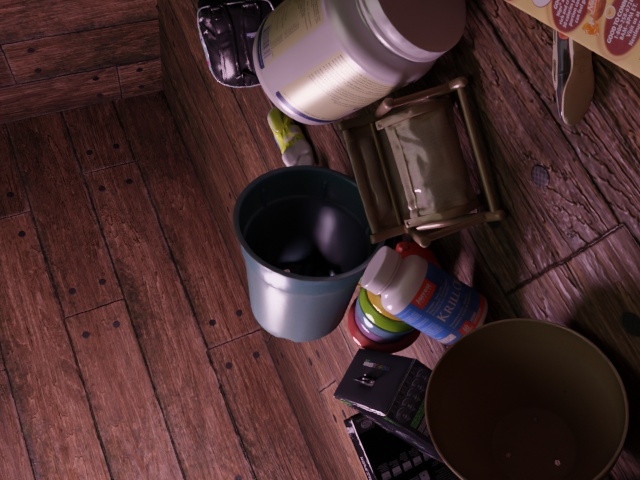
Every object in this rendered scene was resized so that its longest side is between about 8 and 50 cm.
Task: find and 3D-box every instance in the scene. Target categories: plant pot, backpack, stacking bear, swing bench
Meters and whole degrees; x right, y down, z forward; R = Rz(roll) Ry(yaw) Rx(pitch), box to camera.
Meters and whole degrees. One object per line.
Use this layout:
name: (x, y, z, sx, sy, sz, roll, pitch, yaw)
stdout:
plant pot: (0.327, 0.294, 0.905, 0.284, 0.284, 0.190, 49, 172, 46)
backpack: (-0.221, -0.567, 1.602, 0.191, 0.225, 0.253, -98, 0, -52)
stacking bear: (0.173, 0.115, 1.267, 0.175, 0.164, 0.289, 39, 139, 16)
plant pot: (-0.040, 0.057, 1.380, 0.341, 0.342, 0.334, 58, 154, 33)
swing bench: (0.171, -0.133, 1.049, 0.255, 0.165, 0.253, -172, 64, -74)

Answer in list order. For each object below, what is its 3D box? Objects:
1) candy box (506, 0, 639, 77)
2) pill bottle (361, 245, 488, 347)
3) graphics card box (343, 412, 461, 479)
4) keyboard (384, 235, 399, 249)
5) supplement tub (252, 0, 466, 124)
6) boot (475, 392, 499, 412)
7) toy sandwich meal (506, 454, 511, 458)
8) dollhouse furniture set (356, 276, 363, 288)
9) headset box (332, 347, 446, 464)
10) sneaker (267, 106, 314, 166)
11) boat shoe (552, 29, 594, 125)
candy box: (0.328, -0.222, 0.516, 0.316, 0.183, 0.087, 55, 154, 38)
pill bottle: (0.194, 0.104, 1.088, 0.222, 0.124, 0.124, 30, 161, -9)
graphics card box: (0.235, 0.562, 1.383, 0.370, 0.233, 0.094, 66, 163, 12)
keyboard: (0.143, -0.026, 1.415, 0.180, 0.023, 0.108, -139, 42, -56)
supplement tub: (0.057, -0.351, 0.973, 0.325, 0.236, 0.235, -13, 95, 54)
boot: (0.308, 0.260, 1.040, 0.073, 0.153, 0.197, 20, 126, 65)
toy sandwich meal: (0.376, 0.444, 1.206, 0.085, 0.029, 0.085, 52, 153, 42)
dollhouse furniture set: (0.000, 0.000, 1.586, 0.301, 0.151, 0.197, 57, 163, 33)
headset box: (0.197, 0.355, 1.224, 0.283, 0.131, 0.246, 37, 162, -17)
sneaker: (-0.081, -0.282, 1.715, 0.126, 0.091, 0.240, 81, 167, -82)
boat shoe: (0.321, -0.219, 0.737, 0.043, 0.049, 0.136, -141, 40, -62)
